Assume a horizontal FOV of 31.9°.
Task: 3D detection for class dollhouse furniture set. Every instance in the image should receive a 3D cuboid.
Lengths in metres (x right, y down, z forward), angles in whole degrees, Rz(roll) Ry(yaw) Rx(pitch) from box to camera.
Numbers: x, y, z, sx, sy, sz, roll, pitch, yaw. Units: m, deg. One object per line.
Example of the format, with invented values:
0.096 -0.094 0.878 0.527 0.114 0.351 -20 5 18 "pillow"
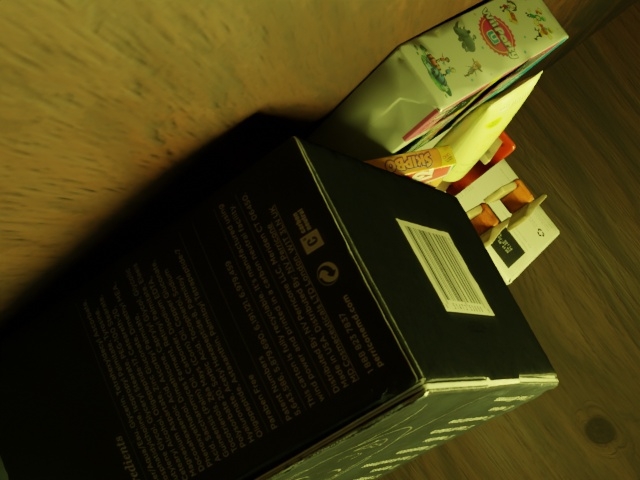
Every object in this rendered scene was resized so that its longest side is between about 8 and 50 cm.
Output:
0.196 -0.108 1.776 0.259 0.262 0.135 -39 179 40 "dollhouse furniture set"

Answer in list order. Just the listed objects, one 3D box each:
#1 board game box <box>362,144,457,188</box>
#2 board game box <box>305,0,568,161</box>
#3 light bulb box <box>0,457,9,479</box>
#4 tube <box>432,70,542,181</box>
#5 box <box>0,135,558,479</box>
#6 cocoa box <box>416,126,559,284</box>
0.030 -0.057 1.373 0.259 0.039 0.124 -10 160 -24 "board game box"
0.151 -0.199 1.453 0.303 0.097 0.224 -35 177 -41 "board game box"
-0.437 0.383 1.510 0.358 0.225 0.361 -38 -167 18 "light bulb box"
0.211 -0.148 1.485 0.240 0.062 0.070 128 -25 -65 "tube"
-0.045 0.154 1.314 0.472 0.297 0.480 -34 161 19 "box"
0.230 -0.055 2.125 0.231 0.347 0.228 -35 177 -46 "cocoa box"
